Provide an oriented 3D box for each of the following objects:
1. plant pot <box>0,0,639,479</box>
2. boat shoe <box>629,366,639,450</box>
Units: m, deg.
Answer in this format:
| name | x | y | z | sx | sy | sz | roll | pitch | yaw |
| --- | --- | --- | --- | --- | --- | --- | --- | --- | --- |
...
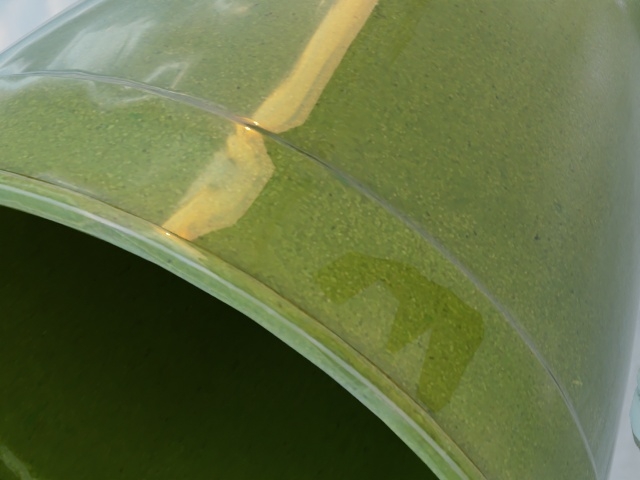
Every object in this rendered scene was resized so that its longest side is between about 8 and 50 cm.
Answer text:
| name | x | y | z | sx | sy | sz | roll | pitch | yaw |
| --- | --- | --- | --- | --- | --- | --- | --- | --- | --- |
| plant pot | 0.000 | 0.000 | 0.700 | 0.353 | 0.366 | 0.366 | -56 | -4 | -38 |
| boat shoe | 0.116 | 0.007 | 0.255 | 0.285 | 0.102 | 0.092 | 20 | -107 | -86 |
